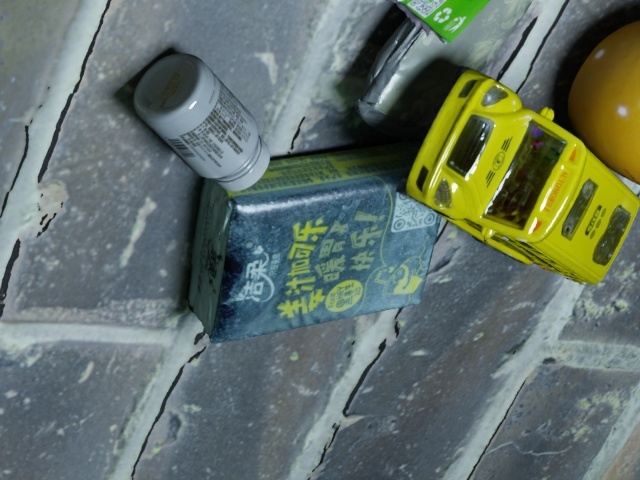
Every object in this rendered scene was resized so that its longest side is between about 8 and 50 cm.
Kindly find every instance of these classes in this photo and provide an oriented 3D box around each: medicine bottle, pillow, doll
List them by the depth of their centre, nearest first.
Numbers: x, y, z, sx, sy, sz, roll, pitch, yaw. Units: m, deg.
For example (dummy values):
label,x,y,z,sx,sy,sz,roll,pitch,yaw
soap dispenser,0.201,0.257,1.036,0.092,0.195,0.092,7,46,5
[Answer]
label,x,y,z,sx,sy,sz,roll,pitch,yaw
medicine bottle,-0.107,-0.108,1.581,0.079,0.079,0.140,-39,138,4
pillow,0.134,-0.209,1.659,0.169,0.059,0.255,14,119,-48
doll,0.386,-0.164,1.765,0.213,0.213,0.236,20,101,-42

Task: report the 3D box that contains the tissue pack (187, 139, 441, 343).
label,x,y,z,sx,sy,sz,roll,pitch,yaw
tissue pack,0.000,0.000,1.743,0.257,0.081,0.185,-9,130,-26

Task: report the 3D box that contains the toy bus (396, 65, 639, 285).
label,x,y,z,sx,sy,sz,roll,pitch,yaw
toy bus,0.209,-0.054,1.705,0.144,0.152,0.330,-63,152,1

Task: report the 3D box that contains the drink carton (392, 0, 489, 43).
label,x,y,z,sx,sy,sz,roll,pitch,yaw
drink carton,0.134,-0.320,1.469,0.271,0.161,0.108,-47,148,13
